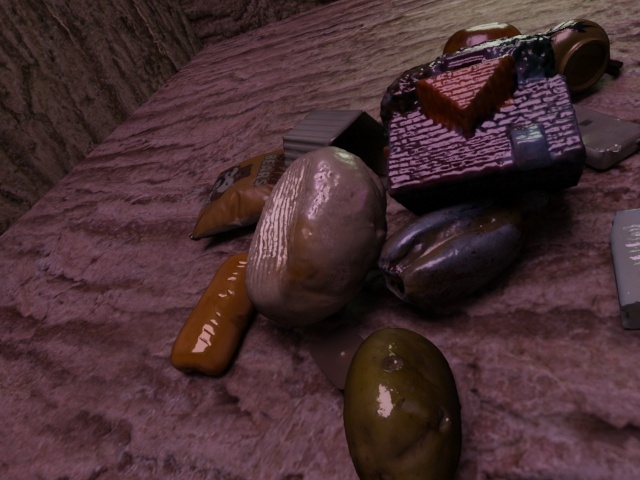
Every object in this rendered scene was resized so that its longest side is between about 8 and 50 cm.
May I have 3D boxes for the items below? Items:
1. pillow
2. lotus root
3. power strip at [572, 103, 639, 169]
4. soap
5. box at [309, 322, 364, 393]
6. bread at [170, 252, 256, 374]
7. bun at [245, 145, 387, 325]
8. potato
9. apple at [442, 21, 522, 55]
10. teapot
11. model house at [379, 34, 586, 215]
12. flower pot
[{"bbox_3d":[-0.199,-0.141,1.371,0.313,0.119,0.310,-15,34,21],"label":"pillow"},{"bbox_3d":[0.261,0.007,0.865,0.323,0.139,0.158,-25,56,-7],"label":"lotus root"},{"bbox_3d":[0.552,-0.231,1.039,0.118,0.046,0.270,-29,34,-5],"label":"power strip"},{"bbox_3d":[0.503,0.035,0.728,0.115,0.063,0.198,-8,40,29],"label":"soap"},{"bbox_3d":[0.044,0.207,0.853,0.091,0.031,0.126,-37,36,-12],"label":"box"},{"bbox_3d":[-0.211,0.147,1.053,0.142,0.091,0.305,0,45,26],"label":"bread"},{"bbox_3d":[0.000,0.000,0.963,0.365,0.220,0.365,-51,27,40],"label":"bun"},{"bbox_3d":[0.111,0.226,0.653,0.149,0.196,0.228,-8,6,19],"label":"potato"},{"bbox_3d":[0.429,-0.463,1.301,0.237,0.207,0.237,-8,26,4],"label":"apple"},{"bbox_3d":[0.591,-0.444,1.172,0.270,0.173,0.182,-1,36,-18],"label":"teapot"},{"bbox_3d":[0.266,-0.185,0.890,0.361,0.297,0.339,-9,21,23],"label":"model house"},{"bbox_3d":[0.043,-0.202,1.205,0.209,0.239,0.190,-17,24,-37],"label":"flower pot"}]
